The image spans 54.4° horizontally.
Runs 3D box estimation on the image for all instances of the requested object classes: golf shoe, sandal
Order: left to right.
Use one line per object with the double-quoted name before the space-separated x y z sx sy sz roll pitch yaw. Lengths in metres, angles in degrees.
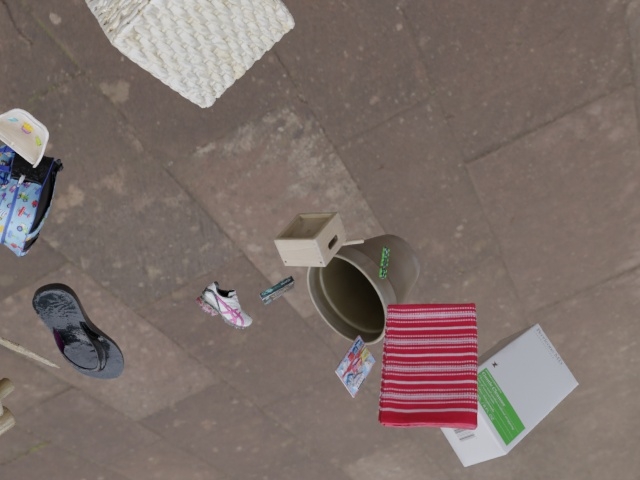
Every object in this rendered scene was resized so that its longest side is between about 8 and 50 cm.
"sandal" -0.796 0.332 2.031 0.168 0.107 0.445 -21 128 1
"golf shoe" -0.245 0.179 1.692 0.086 0.067 0.186 -50 130 3

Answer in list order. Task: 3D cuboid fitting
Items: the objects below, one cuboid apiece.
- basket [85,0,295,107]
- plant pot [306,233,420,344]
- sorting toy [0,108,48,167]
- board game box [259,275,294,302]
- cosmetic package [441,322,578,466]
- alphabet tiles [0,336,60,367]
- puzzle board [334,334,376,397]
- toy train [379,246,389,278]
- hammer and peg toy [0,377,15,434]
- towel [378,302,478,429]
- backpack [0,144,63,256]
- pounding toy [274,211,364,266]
"basket" -0.291 -0.531 1.362 0.328 0.266 0.331 -40 149 12
"plant pot" 0.161 0.121 1.984 0.280 0.323 0.323 -35 149 -38
"sorting toy" -0.406 -0.152 0.856 0.083 0.045 0.075 43 144 -24
"board game box" -0.149 0.174 2.152 0.126 0.026 0.186 -30 172 -9
"cosmetic package" 0.454 0.376 1.553 0.366 0.197 0.155 -23 166 -39
"alphabet tiles" -0.913 0.287 1.778 0.285 0.011 0.342 18 158 14
"puzzle board" 0.093 0.322 1.598 0.011 0.128 0.096 -11 120 45
"toy train" 0.163 0.056 1.599 0.017 0.024 0.083 7 92 -12
"hammer and peg toy" -0.803 0.287 1.345 0.266 0.127 0.361 20 125 18
"towel" 0.225 0.254 1.292 0.199 0.274 0.031 -1 148 15
"backpack" -0.561 -0.065 1.144 0.117 0.173 0.158 18 142 -26
"pounding toy" 0.000 0.000 1.372 0.130 0.141 0.100 0 124 35
